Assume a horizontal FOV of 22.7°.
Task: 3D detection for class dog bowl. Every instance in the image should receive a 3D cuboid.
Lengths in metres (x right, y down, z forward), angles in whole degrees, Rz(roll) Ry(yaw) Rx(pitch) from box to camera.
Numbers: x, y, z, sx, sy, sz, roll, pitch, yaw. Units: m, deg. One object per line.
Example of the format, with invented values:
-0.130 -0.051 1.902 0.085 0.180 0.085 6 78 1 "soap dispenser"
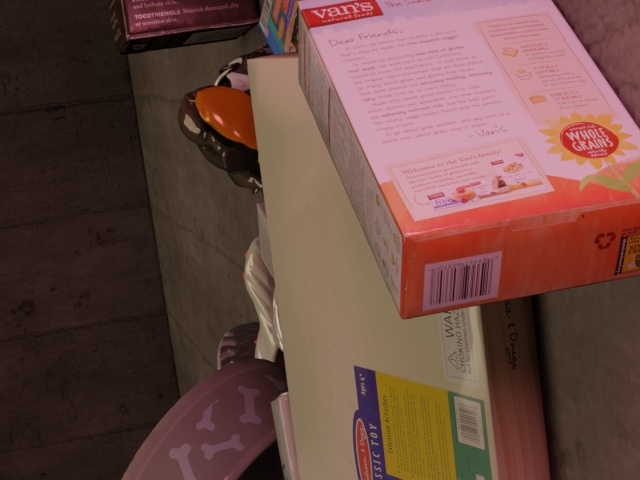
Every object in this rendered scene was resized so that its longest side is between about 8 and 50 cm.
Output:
-0.094 0.308 1.759 0.102 0.349 0.349 25 135 29 "dog bowl"

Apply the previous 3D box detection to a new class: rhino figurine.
-0.075 -0.092 1.769 0.106 0.073 0.243 37 175 37 "rhino figurine"

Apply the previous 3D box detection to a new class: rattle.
-0.063 -0.073 1.672 0.200 0.142 0.130 107 169 -80 "rattle"

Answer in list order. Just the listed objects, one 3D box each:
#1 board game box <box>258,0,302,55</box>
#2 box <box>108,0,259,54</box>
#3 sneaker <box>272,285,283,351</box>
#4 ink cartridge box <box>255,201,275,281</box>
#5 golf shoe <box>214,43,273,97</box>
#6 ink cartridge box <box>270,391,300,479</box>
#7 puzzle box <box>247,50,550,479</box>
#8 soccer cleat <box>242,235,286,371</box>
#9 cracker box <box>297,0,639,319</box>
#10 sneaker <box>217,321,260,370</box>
0.006 -0.210 1.391 0.210 0.047 0.160 -114 34 -53 "board game box"
-0.183 -0.348 1.989 0.168 0.167 0.203 177 84 -79 "box"
0.030 0.129 1.549 0.121 0.099 0.262 123 128 -71 "sneaker"
0.000 0.000 1.537 0.181 0.104 0.062 -125 28 -65 "ink cartridge box"
-0.080 -0.184 1.814 0.198 0.094 0.077 175 85 -80 "golf shoe"
0.041 0.221 1.428 0.082 0.139 0.191 126 134 -77 "ink cartridge box"
0.057 0.058 1.213 0.272 0.052 0.409 9 109 55 "puzzle box"
-0.052 0.088 1.993 0.076 0.068 0.196 22 121 52 "soccer cleat"
0.088 -0.065 0.930 0.232 0.155 0.067 -111 15 -46 "cracker box"
-0.070 0.234 2.068 0.115 0.105 0.281 96 161 -52 "sneaker"
